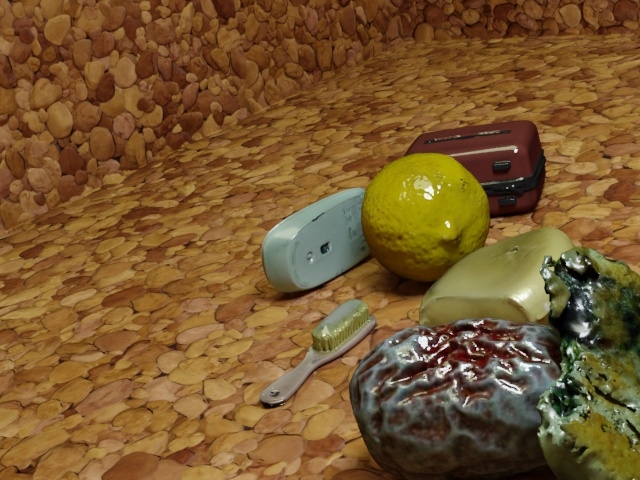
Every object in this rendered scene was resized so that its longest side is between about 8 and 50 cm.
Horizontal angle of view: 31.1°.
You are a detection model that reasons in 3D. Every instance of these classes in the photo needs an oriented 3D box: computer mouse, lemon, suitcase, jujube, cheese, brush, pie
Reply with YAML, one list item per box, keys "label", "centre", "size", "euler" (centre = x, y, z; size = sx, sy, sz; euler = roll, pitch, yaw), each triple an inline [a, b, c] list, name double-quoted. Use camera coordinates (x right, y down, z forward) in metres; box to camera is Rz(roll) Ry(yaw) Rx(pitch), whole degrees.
- label: "computer mouse"
  centre: [-0.005, -0.001, 2.320]
  size: [0.288, 0.159, 0.097]
  euler: [-32, 29, -35]
- label: "lemon"
  centre: [0.199, -0.044, 2.189]
  size: [0.267, 0.267, 0.267]
  euler: [-12, 20, 4]
- label: "suitcase"
  centre: [0.333, -0.152, 2.504]
  size: [0.297, 0.161, 0.236]
  euler: [-7, 20, 20]
- label: "jujube"
  centre: [0.203, 0.214, 1.554]
  size: [0.317, 0.226, 0.226]
  euler: [-11, 20, 20]
- label: "cheese"
  centre: [0.328, 0.070, 1.977]
  size: [0.260, 0.128, 0.316]
  euler: [0, 22, 37]
- label: "brush"
  centre: [-0.009, 0.185, 1.981]
  size: [0.072, 0.067, 0.313]
  euler: [4, 29, 38]
- label: "pie"
  centre: [0.386, 0.183, 1.445]
  size: [0.078, 0.296, 0.371]
  euler: [-42, 33, 46]
